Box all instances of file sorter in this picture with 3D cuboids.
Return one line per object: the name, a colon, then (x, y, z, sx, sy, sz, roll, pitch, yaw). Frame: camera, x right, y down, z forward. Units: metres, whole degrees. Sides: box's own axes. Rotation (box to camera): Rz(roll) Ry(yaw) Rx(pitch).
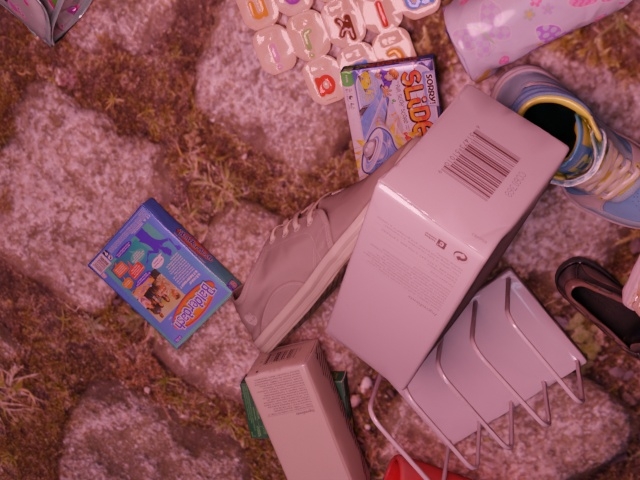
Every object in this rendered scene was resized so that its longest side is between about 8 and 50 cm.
file sorter: (0.238, 0.217, 1.282, 0.277, 0.173, 0.193, -39, 97, 21)

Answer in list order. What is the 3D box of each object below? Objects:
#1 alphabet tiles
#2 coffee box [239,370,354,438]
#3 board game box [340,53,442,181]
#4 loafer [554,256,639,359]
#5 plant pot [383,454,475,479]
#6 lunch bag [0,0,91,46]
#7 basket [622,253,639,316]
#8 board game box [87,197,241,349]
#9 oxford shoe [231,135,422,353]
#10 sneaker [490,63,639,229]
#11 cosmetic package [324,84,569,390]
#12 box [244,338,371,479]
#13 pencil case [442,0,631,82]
alphabet tiles: (0.023, -0.351, 1.217, 0.284, 0.021, 0.278, -18, 103, 18)
coffee box: (-0.039, 0.282, 1.439, 0.184, 0.040, 0.113, -5, 108, 15)
board game box: (0.114, -0.165, 1.239, 0.136, 0.035, 0.201, -6, 115, 15)
loafer: (0.463, 0.128, 1.245, 0.267, 0.084, 0.096, 33, 112, 0)
plant pot: (0.217, 0.501, 1.354, 0.243, 0.275, 0.275, 10, 111, -1)
lunch bag: (-0.420, -0.440, 1.219, 0.223, 0.160, 0.262, 41, 124, -6)
basket: (0.623, 0.035, 1.049, 0.328, 0.266, 0.331, 16, 112, -7)
board game box: (-0.262, 0.057, 1.410, 0.210, 0.047, 0.160, 45, 112, -4)
oxford shoe: (0.000, 0.000, 1.253, 0.130, 0.169, 0.449, 46, 124, 7)
sneaker: (0.362, -0.095, 1.120, 0.319, 0.208, 0.127, 35, 111, -8)
cosmetic package: (0.149, 0.012, 1.106, 0.156, 0.217, 0.385, 36, 148, 11)
box: (-0.016, 0.307, 1.369, 0.113, 0.094, 0.275, -14, 107, 18)
pencil case: (0.298, -0.315, 1.117, 0.273, 0.113, 0.124, -26, 120, 20)
